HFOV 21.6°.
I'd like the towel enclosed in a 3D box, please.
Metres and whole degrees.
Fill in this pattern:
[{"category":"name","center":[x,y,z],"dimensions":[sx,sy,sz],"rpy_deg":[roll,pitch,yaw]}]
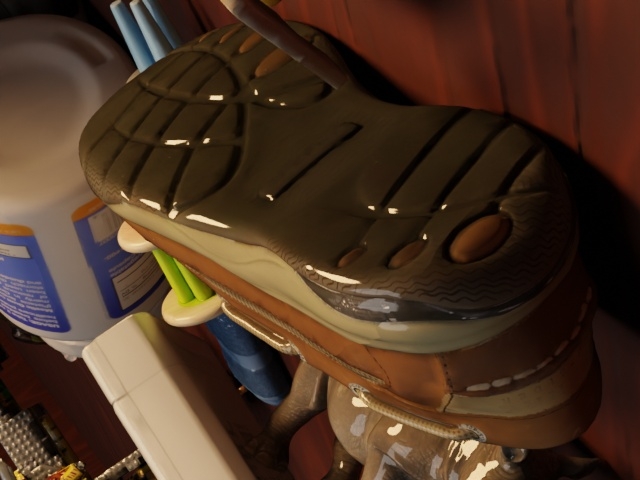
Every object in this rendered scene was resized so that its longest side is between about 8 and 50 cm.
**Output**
[{"category":"towel","center":[-0.062,0.070,1.244],"dimensions":[0.067,0.029,0.119],"rpy_deg":[37,156,51]}]

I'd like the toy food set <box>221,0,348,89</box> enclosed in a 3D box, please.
[{"category":"toy food set","center":[-0.041,-0.157,0.612],"dimensions":[0.218,0.071,0.128],"rpy_deg":[51,-171,25]}]

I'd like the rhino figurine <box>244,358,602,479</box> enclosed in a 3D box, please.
[{"category":"rhino figurine","center":[0.052,0.102,0.802],"dimensions":[0.073,0.106,0.243],"rpy_deg":[29,180,-30]}]

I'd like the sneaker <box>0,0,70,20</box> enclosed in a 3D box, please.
[{"category":"sneaker","center":[-0.271,-0.157,1.223],"dimensions":[0.109,0.130,0.286],"rpy_deg":[55,167,-5]}]

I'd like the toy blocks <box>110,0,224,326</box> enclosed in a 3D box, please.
[{"category":"toy blocks","center":[-0.079,-0.048,0.877],"dimensions":[0.054,0.123,0.148],"rpy_deg":[-13,119,29]}]

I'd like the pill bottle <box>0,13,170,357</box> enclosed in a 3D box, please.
[{"category":"pill bottle","center":[-0.178,-0.022,1.169],"dimensions":[0.152,0.152,0.272],"rpy_deg":[50,164,23]}]

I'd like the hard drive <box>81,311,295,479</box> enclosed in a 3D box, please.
[{"category":"hard drive","center":[-0.005,0.207,0.958],"dimensions":[0.353,0.047,0.233],"rpy_deg":[56,180,9]}]

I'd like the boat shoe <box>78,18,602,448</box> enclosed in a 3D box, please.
[{"category":"boat shoe","center":[0.000,0.000,0.702],"dimensions":[0.324,0.122,0.120],"rpy_deg":[35,158,57]}]

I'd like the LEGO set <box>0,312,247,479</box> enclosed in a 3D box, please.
[{"category":"LEGO set","center":[-0.222,0.094,1.374],"dimensions":[0.331,0.255,0.192],"rpy_deg":[63,-178,1]}]
